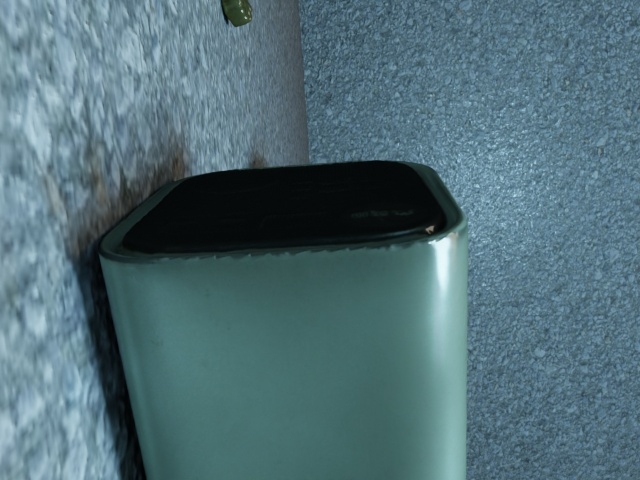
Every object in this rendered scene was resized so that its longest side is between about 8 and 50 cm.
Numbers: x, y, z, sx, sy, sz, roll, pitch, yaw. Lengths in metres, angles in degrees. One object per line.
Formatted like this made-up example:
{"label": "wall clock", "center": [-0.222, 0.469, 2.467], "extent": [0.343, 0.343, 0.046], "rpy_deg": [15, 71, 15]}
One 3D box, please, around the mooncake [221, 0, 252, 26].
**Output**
{"label": "mooncake", "center": [-0.133, -0.367, 0.692], "extent": [0.347, 0.057, 0.150], "rpy_deg": [-108, -179, -77]}

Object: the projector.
{"label": "projector", "center": [-0.015, 0.079, 0.471], "extent": [0.248, 0.248, 0.249], "rpy_deg": [-85, 172, -71]}
